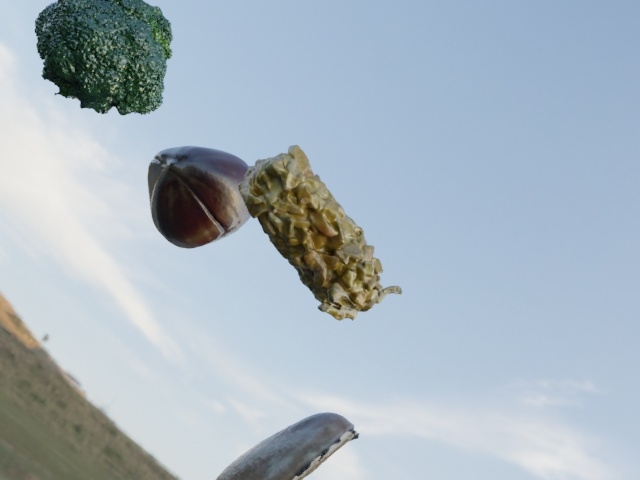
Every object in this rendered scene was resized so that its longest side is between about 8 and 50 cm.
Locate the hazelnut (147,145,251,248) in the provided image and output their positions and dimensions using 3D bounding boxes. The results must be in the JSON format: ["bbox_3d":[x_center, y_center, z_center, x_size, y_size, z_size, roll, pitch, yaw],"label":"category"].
[{"bbox_3d":[-0.239,-0.098,1.698,0.229,0.229,0.229,31,-25,16],"label":"hazelnut"}]

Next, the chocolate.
[{"bbox_3d":[-0.068,0.322,1.198,0.083,0.261,0.161,50,-12,15],"label":"chocolate"}]

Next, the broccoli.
[{"bbox_3d":[-0.416,-0.361,1.639,0.294,0.265,0.245,53,-17,-5],"label":"broccoli"}]

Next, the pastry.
[{"bbox_3d":[0.000,0.000,1.058,0.250,0.102,0.154,54,0,-15],"label":"pastry"}]
